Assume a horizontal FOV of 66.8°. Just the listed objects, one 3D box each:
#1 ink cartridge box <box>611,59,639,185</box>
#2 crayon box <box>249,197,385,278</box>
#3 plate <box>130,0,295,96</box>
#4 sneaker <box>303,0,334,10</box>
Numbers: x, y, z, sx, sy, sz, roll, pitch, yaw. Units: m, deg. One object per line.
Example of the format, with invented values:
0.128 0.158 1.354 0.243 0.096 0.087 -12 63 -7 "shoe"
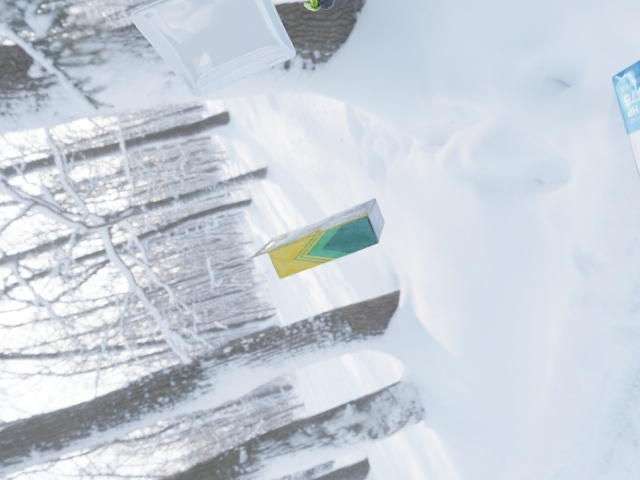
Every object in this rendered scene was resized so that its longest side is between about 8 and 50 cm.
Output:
0.404 -0.052 0.368 0.197 0.198 0.270 142 116 -83 "ink cartridge box"
0.000 0.000 1.269 0.083 0.323 0.203 67 -163 -11 "crayon box"
-0.224 -0.463 1.075 0.277 0.278 0.045 52 -161 -65 "plate"
0.044 -0.410 0.697 0.084 0.234 0.097 27 152 35 "sneaker"
